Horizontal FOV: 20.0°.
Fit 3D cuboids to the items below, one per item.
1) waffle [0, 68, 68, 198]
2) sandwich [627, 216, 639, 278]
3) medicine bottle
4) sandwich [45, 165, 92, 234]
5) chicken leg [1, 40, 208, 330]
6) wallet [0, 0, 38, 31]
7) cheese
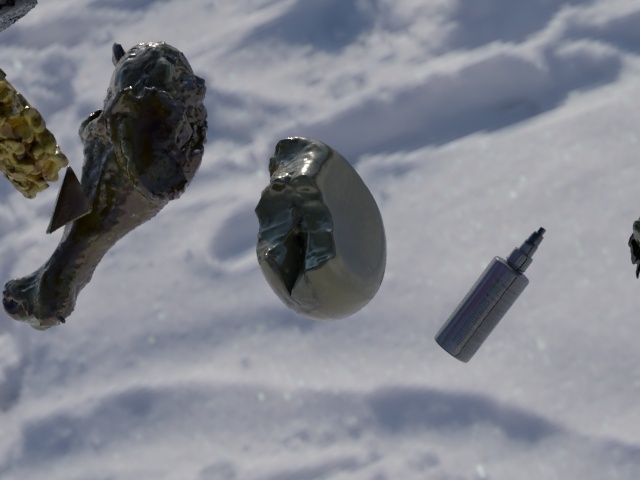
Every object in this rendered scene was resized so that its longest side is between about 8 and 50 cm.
[{"bbox_3d":[-0.338,-0.127,1.825,0.070,0.197,0.193,-44,41,-12],"label":"waffle"},{"bbox_3d":[0.374,-0.060,1.268,0.162,0.250,0.301,20,85,43],"label":"sandwich"},{"bbox_3d":[0.224,0.063,2.308,0.199,0.057,0.057,-54,29,10],"label":"medicine bottle"},{"bbox_3d":[-0.280,-0.041,2.055,0.031,0.044,0.083,152,132,-78],"label":"sandwich"},{"bbox_3d":[-0.227,-0.058,2.097,0.211,0.140,0.361,2,70,60],"label":"chicken leg"},{"bbox_3d":[-0.316,-0.110,1.185,0.262,0.071,0.221,-23,14,47],"label":"wallet"},{"bbox_3d":[0.000,0.000,1.896,0.091,0.175,0.202,-22,30,24],"label":"cheese"}]
